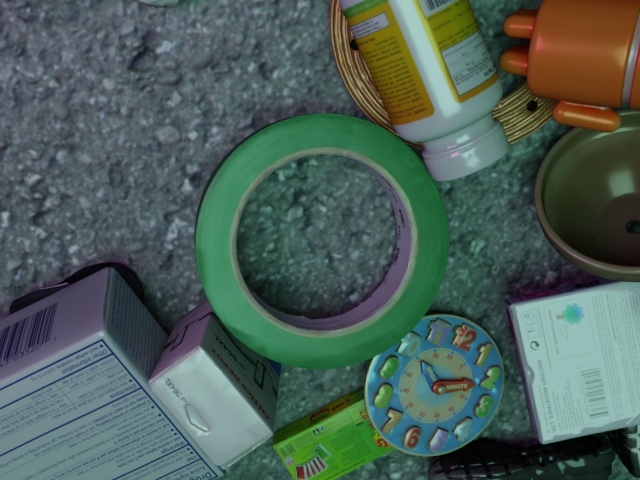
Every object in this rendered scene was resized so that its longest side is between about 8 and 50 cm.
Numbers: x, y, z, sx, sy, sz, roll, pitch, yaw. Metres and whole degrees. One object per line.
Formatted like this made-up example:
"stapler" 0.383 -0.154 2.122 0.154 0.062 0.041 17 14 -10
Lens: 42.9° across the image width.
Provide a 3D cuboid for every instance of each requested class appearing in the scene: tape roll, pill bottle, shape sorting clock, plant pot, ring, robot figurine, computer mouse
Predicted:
"tape roll" 0.000 0.000 1.041 0.321 0.077 0.321 -1 99 -9
"pill bottle" 0.131 -0.201 0.955 0.136 0.136 0.246 -24 105 6
"shape sorting clock" 0.160 0.201 1.125 0.206 0.040 0.206 -2 97 -15
"plant pot" 0.396 -0.040 1.022 0.237 0.237 0.110 -24 144 6
"ring" 0.179 -0.275 1.022 0.336 0.032 0.337 0 107 -1
"robot figurine" 0.322 -0.217 0.939 0.219 0.128 0.158 12 79 22
"computer mouse" -0.358 0.145 1.120 0.262 0.060 0.184 -16 104 4

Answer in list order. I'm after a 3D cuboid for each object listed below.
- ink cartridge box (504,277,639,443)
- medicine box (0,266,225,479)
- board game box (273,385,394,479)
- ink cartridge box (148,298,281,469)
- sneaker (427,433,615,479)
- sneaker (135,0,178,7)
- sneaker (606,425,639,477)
"ink cartridge box" 0.408 0.133 1.034 0.311 0.065 0.186 -12 94 5
"medicine box" -0.308 0.226 1.063 0.263 0.149 0.289 -26 122 7
"board game box" 0.033 0.281 1.170 0.181 0.043 0.092 -29 104 8
"ink cartridge box" -0.129 0.174 1.056 0.086 0.203 0.148 -36 103 9
"sneaker" 0.288 0.345 1.162 0.267 0.101 0.106 -5 108 1
"sneaker" -0.245 -0.323 0.944 0.305 0.114 0.152 -21 124 -6
"sneaker" 0.469 0.186 1.118 0.162 0.106 0.281 -15 105 1
